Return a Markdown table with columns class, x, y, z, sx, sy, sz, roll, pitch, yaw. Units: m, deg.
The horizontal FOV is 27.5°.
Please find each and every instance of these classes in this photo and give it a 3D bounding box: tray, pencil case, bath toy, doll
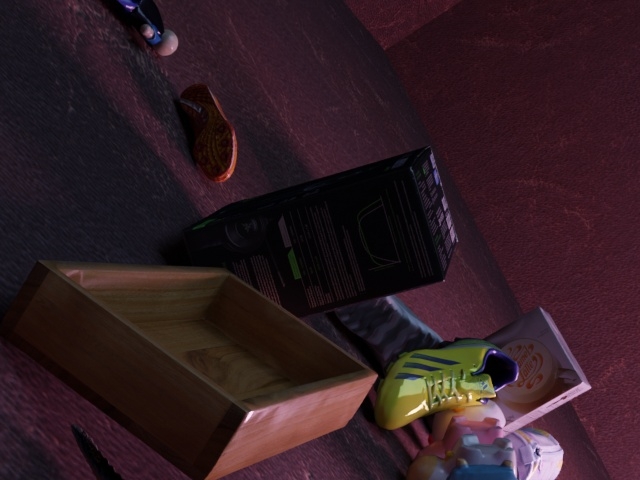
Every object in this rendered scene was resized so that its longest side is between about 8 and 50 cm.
| class | x | y | z | sx | sy | sz | roll | pitch | yaw |
| --- | --- | --- | --- | --- | --- | --- | --- | --- | --- |
| tray | -0.095 | 0.105 | 1.164 | 0.202 | 0.076 | 0.411 | 34 | 6 | 14 |
| pencil case | 0.334 | 0.371 | 2.221 | 0.114 | 0.124 | 0.273 | 62 | 12 | 17 |
| bath toy | 0.197 | 0.318 | 1.828 | 0.348 | 0.151 | 0.129 | -61 | 154 | -79 |
| doll | -0.255 | -0.324 | 1.782 | 0.189 | 0.046 | 0.129 | 47 | 18 | -40 |

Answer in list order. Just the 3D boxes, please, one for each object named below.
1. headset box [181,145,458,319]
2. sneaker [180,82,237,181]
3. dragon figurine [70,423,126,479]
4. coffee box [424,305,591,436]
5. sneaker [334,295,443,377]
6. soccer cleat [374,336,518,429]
| class | x | y | z | sx | sy | sz | roll | pitch | yaw |
| --- | --- | --- | --- | --- | --- | --- | --- | --- | --- |
| headset box | 0.000 | 0.000 | 1.498 | 0.246 | 0.283 | 0.131 | -43 | 117 | -76 |
| sneaker | -0.141 | -0.140 | 1.756 | 0.067 | 0.064 | 0.175 | 59 | 11 | -48 |
| dragon figurine | -0.068 | 0.241 | 0.950 | 0.289 | 0.144 | 0.085 | 63 | 13 | 19 |
| coffee box | 0.282 | 0.230 | 2.069 | 0.141 | 0.246 | 0.098 | 63 | 12 | 19 |
| sneaker | 0.107 | 0.125 | 1.978 | 0.281 | 0.105 | 0.115 | 53 | 8 | -36 |
| soccer cleat | 0.182 | 0.203 | 1.860 | 0.289 | 0.121 | 0.094 | -17 | 118 | -51 |
